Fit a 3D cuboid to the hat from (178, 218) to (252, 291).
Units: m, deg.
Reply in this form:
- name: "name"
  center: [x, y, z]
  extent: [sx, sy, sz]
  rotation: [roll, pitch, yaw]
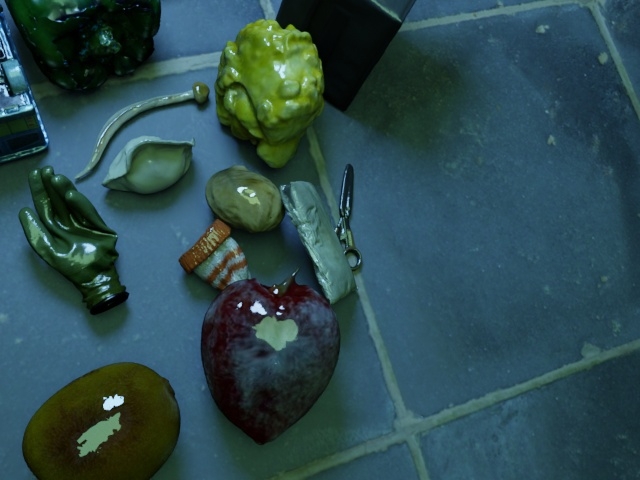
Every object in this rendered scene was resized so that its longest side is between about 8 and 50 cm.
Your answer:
- name: "hat"
  center: [-0.163, 0.054, 1.191]
  extent: [0.112, 0.093, 0.162]
  rotation: [-44, 95, 2]

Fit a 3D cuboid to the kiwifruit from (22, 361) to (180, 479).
- name: "kiwifruit"
  center: [-0.329, 0.295, 1.029]
  extent: [0.234, 0.196, 0.196]
  rotation: [-40, 87, -18]

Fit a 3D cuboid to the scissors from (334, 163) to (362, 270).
- name: "scissors"
  center: [0.047, -0.049, 1.309]
  extent: [0.088, 0.017, 0.220]
  rotation: [10, 72, -11]

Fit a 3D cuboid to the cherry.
- name: "cherry"
  center: [-0.087, 0.188, 1.110]
  extent: [0.230, 0.203, 0.300]
  rotation: [8, 89, -18]

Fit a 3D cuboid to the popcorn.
- name: "popcorn"
  center: [-0.084, -0.271, 1.236]
  extent: [0.192, 0.233, 0.266]
  rotation: [-21, 119, -43]

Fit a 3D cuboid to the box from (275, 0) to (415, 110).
- name: "box"
  center: [0.065, -0.460, 1.254]
  extent: [0.204, 0.345, 0.251]
  rotation: [32, 69, -5]

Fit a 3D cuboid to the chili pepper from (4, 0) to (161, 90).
- name: "chili pepper"
  center: [-0.435, -0.422, 1.188]
  extent: [0.248, 0.233, 0.257]
  rotation: [-19, 71, -34]

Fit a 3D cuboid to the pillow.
- name: "pillow"
  center: [0.000, 0.000, 1.203]
  extent: [0.050, 0.148, 0.230]
  rotation: [-20, 91, 24]

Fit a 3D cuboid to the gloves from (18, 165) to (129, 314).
- name: "gloves"
  center: [-0.418, -0.001, 1.132]
  extent: [0.135, 0.107, 0.268]
  rotation: [-27, 100, -24]

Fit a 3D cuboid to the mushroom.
- name: "mushroom"
  center: [-0.343, -0.221, 1.249]
  extent: [0.306, 0.043, 0.068]
  rotation: [-35, 61, -18]

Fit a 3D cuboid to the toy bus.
- name: "toy bus"
  center: [-0.589, -0.302, 1.124]
  extent: [0.152, 0.190, 0.312]
  rotation: [-20, 81, -17]

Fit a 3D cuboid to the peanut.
- name: "peanut"
  center: [-0.134, -0.070, 1.201]
  extent: [0.140, 0.159, 0.109]
  rotation: [1, 114, -29]

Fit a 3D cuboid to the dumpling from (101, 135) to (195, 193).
- name: "dumpling"
  center: [-0.305, -0.141, 1.182]
  extent: [0.169, 0.134, 0.100]
  rotation: [-3, 77, -12]
